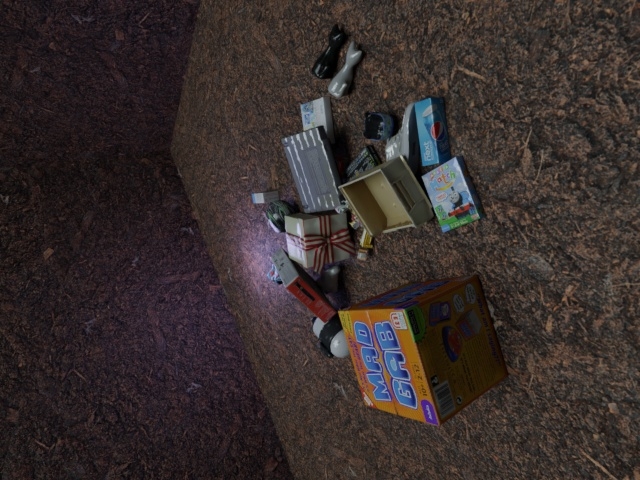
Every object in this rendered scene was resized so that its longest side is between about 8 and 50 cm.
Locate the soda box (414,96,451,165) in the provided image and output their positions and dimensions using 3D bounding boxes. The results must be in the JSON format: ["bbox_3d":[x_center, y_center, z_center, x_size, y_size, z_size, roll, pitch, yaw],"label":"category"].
[{"bbox_3d":[0.371,-0.358,1.333,0.071,0.067,0.210,2,105,56],"label":"soda box"}]

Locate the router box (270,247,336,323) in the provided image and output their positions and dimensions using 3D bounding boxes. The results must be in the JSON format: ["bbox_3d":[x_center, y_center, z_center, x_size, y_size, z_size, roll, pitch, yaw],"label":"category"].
[{"bbox_3d":[-0.089,0.216,1.998,0.301,0.082,0.335,47,-179,-28],"label":"router box"}]

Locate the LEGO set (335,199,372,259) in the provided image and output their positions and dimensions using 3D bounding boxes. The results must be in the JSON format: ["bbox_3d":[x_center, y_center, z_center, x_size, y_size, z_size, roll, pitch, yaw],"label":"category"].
[{"bbox_3d":[0.162,-0.061,1.736,0.287,0.132,0.107,65,172,-29],"label":"LEGO set"}]

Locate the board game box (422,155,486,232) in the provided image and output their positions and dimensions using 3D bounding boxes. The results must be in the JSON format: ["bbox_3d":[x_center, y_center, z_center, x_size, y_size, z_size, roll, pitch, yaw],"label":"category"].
[{"bbox_3d":[0.438,-0.150,1.343,0.160,0.039,0.211,-30,77,57],"label":"board game box"}]

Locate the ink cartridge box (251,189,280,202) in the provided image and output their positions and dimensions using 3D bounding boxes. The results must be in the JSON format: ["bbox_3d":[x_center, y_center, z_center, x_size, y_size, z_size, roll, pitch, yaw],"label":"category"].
[{"bbox_3d":[-0.314,-0.255,2.362,0.181,0.104,0.061,6,108,56],"label":"ink cartridge box"}]

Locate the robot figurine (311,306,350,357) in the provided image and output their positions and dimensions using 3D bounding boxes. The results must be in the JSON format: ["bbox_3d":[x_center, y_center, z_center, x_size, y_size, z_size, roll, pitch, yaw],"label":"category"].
[{"bbox_3d":[0.076,0.454,2.011,0.278,0.174,0.209,41,144,41],"label":"robot figurine"}]

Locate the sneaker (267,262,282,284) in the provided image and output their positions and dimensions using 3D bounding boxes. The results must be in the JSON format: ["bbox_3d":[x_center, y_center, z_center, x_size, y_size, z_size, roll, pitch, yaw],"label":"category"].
[{"bbox_3d":[-0.229,0.184,2.448,0.125,0.104,0.262,47,145,10],"label":"sneaker"}]

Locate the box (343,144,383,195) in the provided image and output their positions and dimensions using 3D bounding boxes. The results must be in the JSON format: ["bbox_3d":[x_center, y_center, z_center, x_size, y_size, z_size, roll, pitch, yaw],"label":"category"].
[{"bbox_3d":[0.191,-0.262,1.664,0.184,0.045,0.190,63,144,14],"label":"box"}]

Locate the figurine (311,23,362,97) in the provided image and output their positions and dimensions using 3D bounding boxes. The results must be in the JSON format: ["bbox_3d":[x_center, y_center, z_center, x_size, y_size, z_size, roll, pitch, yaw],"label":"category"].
[{"bbox_3d":[0.074,-0.718,1.621,0.215,0.092,0.209,55,138,26],"label":"figurine"}]

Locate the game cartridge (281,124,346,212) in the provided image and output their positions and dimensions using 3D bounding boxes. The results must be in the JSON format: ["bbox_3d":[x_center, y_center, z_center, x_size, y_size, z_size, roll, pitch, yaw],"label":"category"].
[{"bbox_3d":[-0.024,-0.300,1.757,0.230,0.068,0.355,-6,109,37],"label":"game cartridge"}]

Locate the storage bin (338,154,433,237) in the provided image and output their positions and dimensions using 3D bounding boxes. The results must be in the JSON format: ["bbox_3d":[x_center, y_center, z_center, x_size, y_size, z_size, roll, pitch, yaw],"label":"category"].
[{"bbox_3d":[0.242,-0.147,1.494,0.260,0.123,0.262,57,151,-11],"label":"storage bin"}]

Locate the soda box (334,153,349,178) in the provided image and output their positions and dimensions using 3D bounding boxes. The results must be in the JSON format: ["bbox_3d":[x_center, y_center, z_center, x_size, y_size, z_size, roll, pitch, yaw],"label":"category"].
[{"bbox_3d":[-0.004,-0.354,1.810,0.263,0.083,0.092,23,124,28],"label":"soda box"}]

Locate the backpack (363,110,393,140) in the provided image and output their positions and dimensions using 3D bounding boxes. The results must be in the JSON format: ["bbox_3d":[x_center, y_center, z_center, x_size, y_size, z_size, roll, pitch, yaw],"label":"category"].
[{"bbox_3d":[0.224,-0.426,1.507,0.114,0.084,0.105,35,129,54],"label":"backpack"}]

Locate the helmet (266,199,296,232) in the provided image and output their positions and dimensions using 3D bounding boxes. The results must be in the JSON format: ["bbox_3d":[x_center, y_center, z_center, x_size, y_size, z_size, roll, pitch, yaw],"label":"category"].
[{"bbox_3d":[-0.213,-0.140,2.209,0.169,0.169,0.161,25,138,50],"label":"helmet"}]

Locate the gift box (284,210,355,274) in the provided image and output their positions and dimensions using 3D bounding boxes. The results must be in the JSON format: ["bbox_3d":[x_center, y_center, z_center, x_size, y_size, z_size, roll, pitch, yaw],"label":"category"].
[{"bbox_3d":[0.000,0.000,1.881,0.258,0.255,0.276,17,120,63],"label":"gift box"}]

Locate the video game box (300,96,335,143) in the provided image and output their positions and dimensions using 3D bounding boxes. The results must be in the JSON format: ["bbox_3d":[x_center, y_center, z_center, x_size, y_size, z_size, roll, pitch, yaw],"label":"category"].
[{"bbox_3d":[-0.014,-0.536,1.855,0.187,0.048,0.205,9,110,53],"label":"video game box"}]

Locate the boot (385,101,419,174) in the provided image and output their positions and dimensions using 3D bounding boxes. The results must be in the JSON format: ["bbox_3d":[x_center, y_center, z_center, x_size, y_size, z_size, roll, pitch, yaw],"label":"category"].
[{"bbox_3d":[0.285,-0.360,1.432,0.123,0.095,0.258,25,124,42],"label":"boot"}]

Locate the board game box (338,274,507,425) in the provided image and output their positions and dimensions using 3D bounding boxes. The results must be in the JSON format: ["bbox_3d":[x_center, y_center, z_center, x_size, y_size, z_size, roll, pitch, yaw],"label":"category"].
[{"bbox_3d":[0.342,0.353,1.394,0.356,0.356,0.356,-19,87,58],"label":"board game box"}]

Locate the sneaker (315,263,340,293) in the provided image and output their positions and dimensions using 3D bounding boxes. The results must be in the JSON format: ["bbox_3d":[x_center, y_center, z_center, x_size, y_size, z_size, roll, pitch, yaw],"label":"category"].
[{"bbox_3d":[0.060,0.201,2.022,0.115,0.090,0.232,57,153,14],"label":"sneaker"}]
